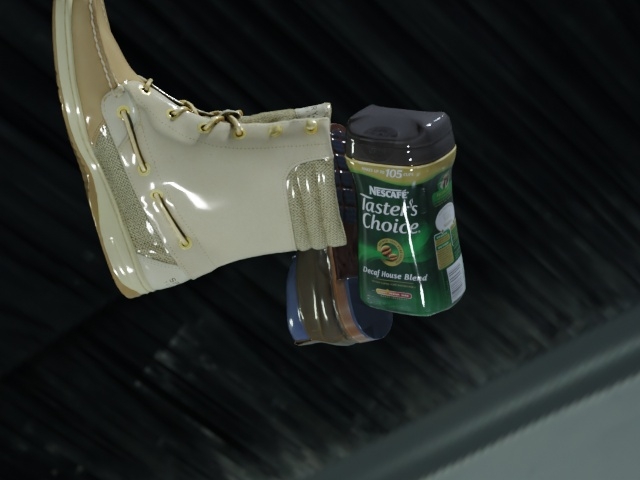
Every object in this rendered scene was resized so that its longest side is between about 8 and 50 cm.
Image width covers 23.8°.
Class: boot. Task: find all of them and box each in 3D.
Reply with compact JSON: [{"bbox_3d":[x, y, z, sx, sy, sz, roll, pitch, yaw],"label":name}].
[{"bbox_3d":[0.000,0.000,1.501,0.106,0.082,0.219,-19,72,42],"label":"boot"},{"bbox_3d":[-0.093,-0.096,1.201,0.203,0.262,0.095,-12,14,5],"label":"boot"}]

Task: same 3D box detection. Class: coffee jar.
[{"bbox_3d":[0.076,-0.029,1.362,0.096,0.184,0.079,9,28,32],"label":"coffee jar"}]
